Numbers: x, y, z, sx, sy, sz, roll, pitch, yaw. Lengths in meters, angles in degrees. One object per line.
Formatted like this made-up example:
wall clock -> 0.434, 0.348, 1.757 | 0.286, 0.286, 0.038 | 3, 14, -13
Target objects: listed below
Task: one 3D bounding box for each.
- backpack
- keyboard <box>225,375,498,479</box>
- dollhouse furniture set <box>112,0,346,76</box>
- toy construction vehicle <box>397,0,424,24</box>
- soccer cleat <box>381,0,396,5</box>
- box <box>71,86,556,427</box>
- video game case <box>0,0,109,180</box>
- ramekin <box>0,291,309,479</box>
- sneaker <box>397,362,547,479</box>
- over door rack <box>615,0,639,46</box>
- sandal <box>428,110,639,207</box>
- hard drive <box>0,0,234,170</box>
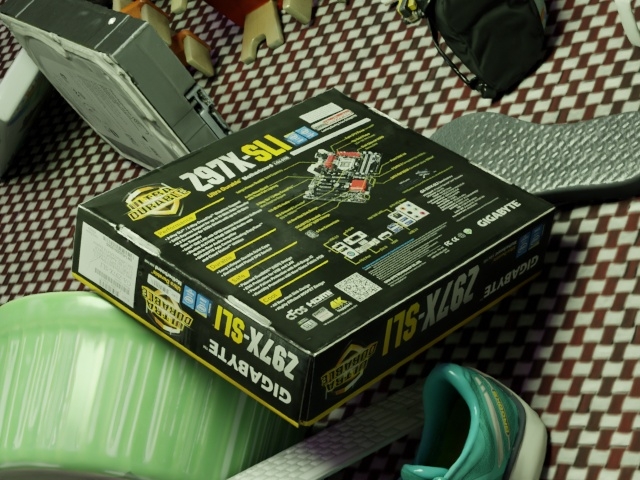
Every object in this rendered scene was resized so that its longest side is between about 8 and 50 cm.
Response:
backpack -> 0.149, -0.245, 1.713 | 0.115, 0.152, 0.182 | -27, 34, 5
keyboard -> 0.030, 0.160, 1.426 | 0.256, 0.014, 0.072 | -24, 14, -31
dollhouse furniture set -> -0.141, -0.320, 2.000 | 0.262, 0.259, 0.135 | -25, 50, 30
toy construction vehicle -> 0.117, -0.272, 1.852 | 0.086, 0.035, 0.098 | -22, 43, 36
soccer cleat -> 0.073, -0.288, 1.926 | 0.035, 0.029, 0.083 | -35, 41, 15
box -> 0.000, 0.000, 1.448 | 0.257, 0.079, 0.322 | 29, 39, 30
video game case -> -0.337, -0.251, 2.236 | 0.329, 0.036, 0.300 | -61, 5, -17
ramekin -> -0.160, 0.174, 1.521 | 0.303, 0.303, 0.148 | -14, 55, 42
sneaker -> 0.092, 0.222, 1.340 | 0.107, 0.110, 0.275 | -18, 46, 39
over door rack -> 0.407, -0.296, 1.473 | 0.324, 0.108, 0.239 | -53, 33, -4
sandal -> 0.197, -0.061, 1.553 | 0.254, 0.054, 0.097 | 3, 67, 39
hard drive -> -0.215, -0.164, 1.951 | 0.064, 0.237, 0.339 | -47, 33, -13
